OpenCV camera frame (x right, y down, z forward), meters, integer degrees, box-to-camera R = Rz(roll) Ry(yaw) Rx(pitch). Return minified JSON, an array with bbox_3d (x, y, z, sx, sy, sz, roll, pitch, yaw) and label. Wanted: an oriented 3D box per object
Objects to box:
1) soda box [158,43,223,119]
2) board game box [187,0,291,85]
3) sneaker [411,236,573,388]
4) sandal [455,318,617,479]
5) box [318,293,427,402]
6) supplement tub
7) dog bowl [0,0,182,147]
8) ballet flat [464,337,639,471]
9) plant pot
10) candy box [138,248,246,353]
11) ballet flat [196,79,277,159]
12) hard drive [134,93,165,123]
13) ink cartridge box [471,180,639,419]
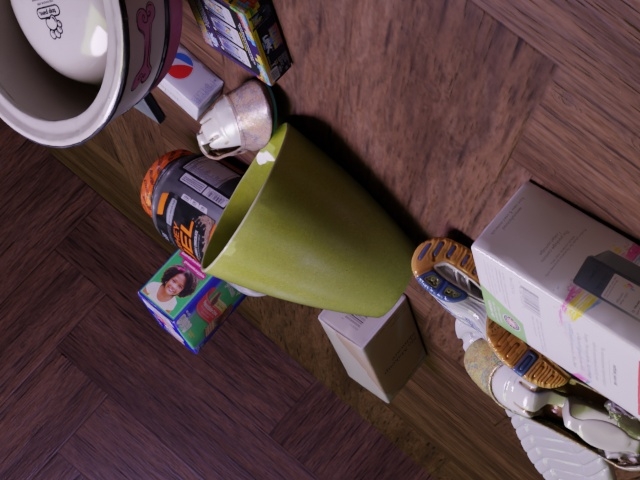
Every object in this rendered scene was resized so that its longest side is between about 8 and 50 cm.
[{"bbox_3d":[-0.271,-0.310,1.901,0.216,0.069,0.074,42,166,1],"label":"soda box"},{"bbox_3d":[-0.120,-0.309,1.532,0.141,0.048,0.170,38,166,24],"label":"board game box"},{"bbox_3d":[0.269,0.104,1.668,0.296,0.112,0.131,44,180,12],"label":"sneaker"},{"bbox_3d":[0.382,0.259,1.823,0.416,0.102,0.169,57,149,-10],"label":"sandal"},{"bbox_3d":[0.113,0.200,2.262,0.121,0.148,0.311,34,166,28],"label":"box"},{"bbox_3d":[-0.199,-0.047,2.224,0.338,0.207,0.207,32,163,36],"label":"supplement tub"},{"bbox_3d":[-0.358,-0.344,1.530,0.408,0.150,0.408,19,122,34],"label":"dog bowl"},{"bbox_3d":[0.366,0.246,1.664,0.348,0.123,0.123,25,161,21],"label":"ballet flat"},{"bbox_3d":[0.000,0.000,1.785,0.293,0.275,0.275,30,169,-12],"label":"plant pot"},{"bbox_3d":[-0.237,0.073,2.465,0.122,0.317,0.268,36,167,16],"label":"candy box"},{"bbox_3d":[-0.149,-0.185,1.827,0.316,0.106,0.108,147,104,-75],"label":"ballet flat"},{"bbox_3d":[-0.396,-0.310,2.345,0.135,0.022,0.094,33,164,30],"label":"hard drive"},{"bbox_3d":[0.362,0.101,1.314,0.353,0.119,0.207,35,164,29],"label":"ink cartridge box"}]
